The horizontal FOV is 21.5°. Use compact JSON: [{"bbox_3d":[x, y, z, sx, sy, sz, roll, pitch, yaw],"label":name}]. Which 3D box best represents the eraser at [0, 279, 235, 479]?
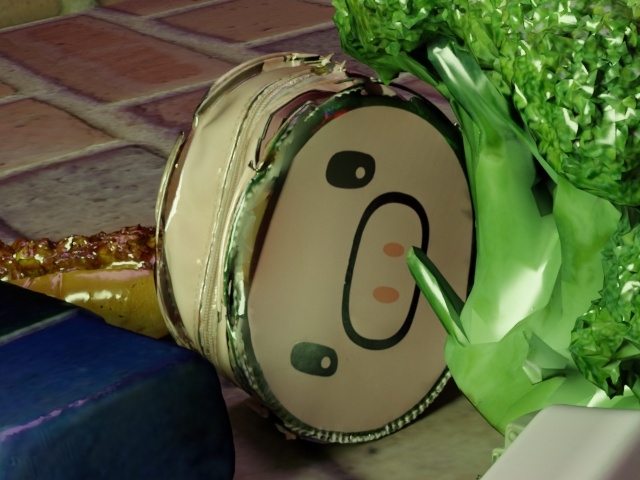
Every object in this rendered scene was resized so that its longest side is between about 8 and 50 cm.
[{"bbox_3d":[-0.201,0.090,0.886,0.155,0.102,0.332,-23,21,-35],"label":"eraser"}]

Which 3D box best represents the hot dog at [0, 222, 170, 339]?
[{"bbox_3d":[-0.183,0.032,1.103,0.249,0.076,0.102,-7,14,10],"label":"hot dog"}]

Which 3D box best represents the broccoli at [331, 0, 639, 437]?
[{"bbox_3d":[0.186,-0.040,0.797,0.321,0.310,0.413,-29,61,-35],"label":"broccoli"}]

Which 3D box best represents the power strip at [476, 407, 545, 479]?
[{"bbox_3d":[0.145,0.121,0.655,0.029,0.080,0.227,-19,20,-36],"label":"power strip"}]

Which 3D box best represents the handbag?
[{"bbox_3d":[0.001,0.000,0.922,0.179,0.205,0.116,11,2,-36],"label":"handbag"}]

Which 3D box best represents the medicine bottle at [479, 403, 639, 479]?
[{"bbox_3d":[0.064,0.147,0.554,0.078,0.115,0.219,3,22,30],"label":"medicine bottle"}]
